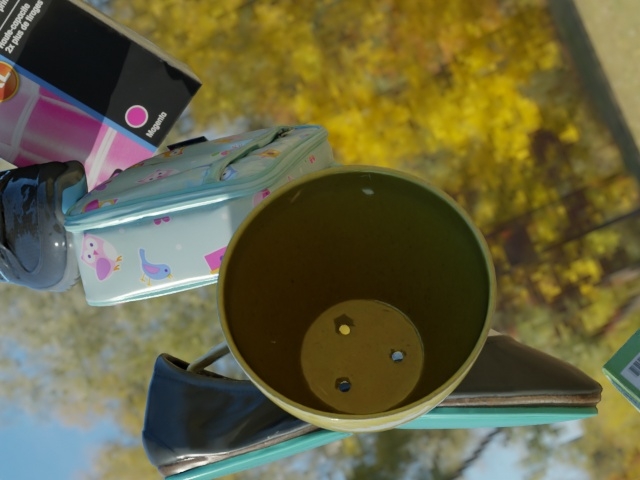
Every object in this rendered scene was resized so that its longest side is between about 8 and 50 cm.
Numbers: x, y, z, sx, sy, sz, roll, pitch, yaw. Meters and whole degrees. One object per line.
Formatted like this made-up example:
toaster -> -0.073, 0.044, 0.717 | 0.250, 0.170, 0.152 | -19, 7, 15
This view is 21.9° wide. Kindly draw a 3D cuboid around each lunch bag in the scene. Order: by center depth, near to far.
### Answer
lunch bag -> -0.097, -0.034, 1.547 | 0.279, 0.224, 0.108 | -49, -56, -69

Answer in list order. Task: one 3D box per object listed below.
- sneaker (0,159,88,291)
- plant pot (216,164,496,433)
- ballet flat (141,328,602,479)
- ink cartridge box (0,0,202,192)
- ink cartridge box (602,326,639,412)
sneaker -> -0.330, -0.008, 1.659 | 0.341, 0.139, 0.125 | -16, 72, 60
plant pot -> 0.019, 0.043, 0.833 | 0.095, 0.134, 0.134 | 83, 169, -65
ballet flat -> 0.025, 0.081, 0.994 | 0.095, 0.280, 0.096 | 55, -155, -79
ink cartridge box -> -0.315, -0.184, 1.645 | 0.371, 0.176, 0.069 | 31, -171, -26
ink cartridge box -> 0.397, 0.134, 1.476 | 0.255, 0.189, 0.097 | 43, -179, -40
